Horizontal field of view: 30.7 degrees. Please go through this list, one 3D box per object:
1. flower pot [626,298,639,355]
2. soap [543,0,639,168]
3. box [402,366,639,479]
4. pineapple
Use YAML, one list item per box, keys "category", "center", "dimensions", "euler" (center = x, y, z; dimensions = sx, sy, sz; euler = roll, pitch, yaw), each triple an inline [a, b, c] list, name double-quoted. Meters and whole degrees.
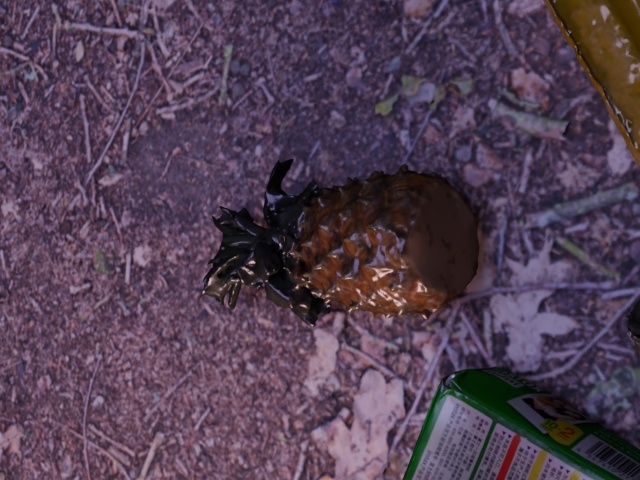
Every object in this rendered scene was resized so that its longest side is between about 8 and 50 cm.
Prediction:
- category: "flower pot"
  center: [0.364, 0.070, 0.883]
  dimensions: [0.236, 0.235, 0.140]
  euler: [-28, 94, 29]
- category: "soap"
  center: [0.343, -0.211, 0.925]
  dimensions: [0.293, 0.156, 0.335]
  euler: [-34, 70, 24]
- category: "box"
  center: [0.193, 0.237, 1.035]
  dimensions: [0.250, 0.103, 0.180]
  euler: [29, 104, 32]
- category: "pineapple"
  center: [0.000, 0.000, 1.160]
  dimensions: [0.310, 0.141, 0.170]
  euler: [-4, 90, 40]
